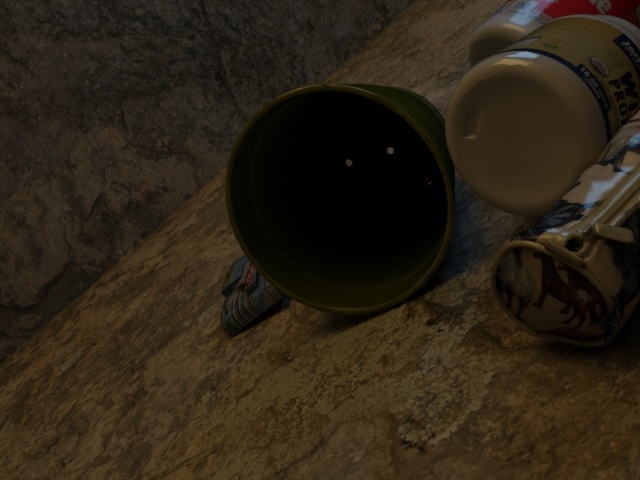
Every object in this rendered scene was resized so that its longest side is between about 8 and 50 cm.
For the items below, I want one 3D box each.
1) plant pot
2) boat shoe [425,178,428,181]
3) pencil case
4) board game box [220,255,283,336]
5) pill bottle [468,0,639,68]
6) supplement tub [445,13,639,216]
[{"bbox_3d":[0.078,-0.111,1.560,0.366,0.367,0.353,-28,8,26],"label":"plant pot"},{"bbox_3d":[0.215,-0.139,1.803,0.100,0.035,0.035,-36,19,26],"label":"boat shoe"},{"bbox_3d":[0.377,-0.060,1.075,0.410,0.160,0.183,-45,-10,-22],"label":"pencil case"},{"bbox_3d":[-0.111,0.065,1.799,0.194,0.060,0.194,-40,19,25],"label":"board game box"},{"bbox_3d":[0.474,-0.402,1.648,0.407,0.229,0.229,-44,19,-19],"label":"pill bottle"},{"bbox_3d":[0.343,-0.192,1.317,0.228,0.228,0.316,-19,11,44],"label":"supplement tub"}]
